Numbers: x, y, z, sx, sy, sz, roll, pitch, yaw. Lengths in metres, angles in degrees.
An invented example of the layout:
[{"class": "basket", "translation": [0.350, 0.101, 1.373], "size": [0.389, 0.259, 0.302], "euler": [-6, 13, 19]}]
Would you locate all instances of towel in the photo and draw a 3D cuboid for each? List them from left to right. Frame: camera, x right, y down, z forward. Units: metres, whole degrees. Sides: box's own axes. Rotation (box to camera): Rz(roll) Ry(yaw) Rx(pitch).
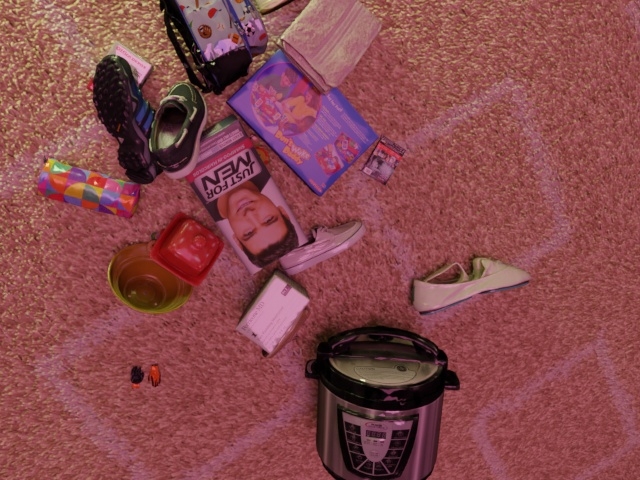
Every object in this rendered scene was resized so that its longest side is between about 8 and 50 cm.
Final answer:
[{"class": "towel", "translation": [0.029, -0.523, 1.226], "size": [0.187, 0.049, 0.282], "euler": [40, 70, -22]}]

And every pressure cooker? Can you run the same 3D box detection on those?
[{"class": "pressure cooker", "translation": [0.165, 0.448, 1.406], "size": [0.370, 0.375, 0.420], "euler": [-8, 108, -38]}]

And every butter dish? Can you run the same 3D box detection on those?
[{"class": "butter dish", "translation": [-0.332, 0.014, 1.268], "size": [0.160, 0.118, 0.160], "euler": [38, 59, -19]}]

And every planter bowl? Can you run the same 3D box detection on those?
[{"class": "planter bowl", "translation": [-0.453, 0.120, 1.279], "size": [0.217, 0.217, 0.090], "euler": [21, 134, -18]}]

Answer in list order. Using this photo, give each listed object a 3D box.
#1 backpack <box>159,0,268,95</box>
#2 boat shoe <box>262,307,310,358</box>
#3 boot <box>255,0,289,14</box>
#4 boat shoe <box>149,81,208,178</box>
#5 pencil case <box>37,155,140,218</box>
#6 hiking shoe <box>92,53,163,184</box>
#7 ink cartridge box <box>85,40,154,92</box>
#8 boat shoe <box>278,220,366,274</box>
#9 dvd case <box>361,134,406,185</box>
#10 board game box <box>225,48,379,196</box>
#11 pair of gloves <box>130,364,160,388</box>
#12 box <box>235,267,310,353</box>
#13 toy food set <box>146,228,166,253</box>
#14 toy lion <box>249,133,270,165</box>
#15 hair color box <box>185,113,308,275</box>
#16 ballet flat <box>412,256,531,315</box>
[{"class": "backpack", "translation": [-0.250, -0.500, 1.109], "size": [0.213, 0.276, 0.263], "euler": [-37, 103, -8]}, {"class": "boat shoe", "translation": [-0.096, 0.281, 1.451], "size": [0.072, 0.068, 0.190], "euler": [36, 94, -31]}, {"class": "boot", "translation": [-0.090, -0.679, 1.189], "size": [0.213, 0.077, 0.165], "euler": [-30, 108, -2]}, {"class": "boat shoe", "translation": [-0.330, -0.282, 1.127], "size": [0.114, 0.302, 0.091], "euler": [-16, 144, 6]}, {"class": "pencil case", "translation": [-0.571, -0.131, 1.204], "size": [0.236, 0.104, 0.104], "euler": [19, 99, -18]}, {"class": "hiking shoe", "translation": [-0.442, -0.292, 1.161], "size": [0.113, 0.132, 0.304], "euler": [9, 125, 21]}, {"class": "ink cartridge box", "translation": [-0.483, -0.396, 1.175], "size": [0.099, 0.056, 0.135], "euler": [33, 95, -19]}, {"class": "boat shoe", "translation": [0.000, 0.000, 1.387], "size": [0.268, 0.096, 0.088], "euler": [-26, 111, 1]}, {"class": "dvd case", "translation": [0.183, -0.232, 1.409], "size": [0.087, 0.013, 0.119], "euler": [27, 95, -19]}, {"class": "board game box", "translation": [-0.044, -0.321, 1.294], "size": [0.233, 0.078, 0.347], "euler": [-45, 110, 0]}, {"class": "pair of gloves", "translation": [-0.506, 0.394, 1.405], "size": [0.083, 0.010, 0.074], "euler": [1, 106, -11]}, {"class": "box", "translation": [-0.129, 0.187, 1.340], "size": [0.119, 0.182, 0.181], "euler": [36, 91, -5]}, {"class": "toy food set", "translation": [-0.418, 0.011, 1.300], "size": [0.083, 0.020, 0.082], "euler": [29, 59, -21]}, {"class": "toy lion", "translation": [-0.190, -0.231, 1.309], "size": [0.100, 0.034, 0.096], "euler": [-20, 116, -8]}, {"class": "hair color box", "translation": [-0.204, -0.114, 1.267], "size": [0.185, 0.113, 0.374], "euler": [-31, 118, -4]}, {"class": "ballet flat", "translation": [0.474, 0.122, 1.526], "size": [0.400, 0.139, 0.139], "euler": [-15, 108, -9]}]
